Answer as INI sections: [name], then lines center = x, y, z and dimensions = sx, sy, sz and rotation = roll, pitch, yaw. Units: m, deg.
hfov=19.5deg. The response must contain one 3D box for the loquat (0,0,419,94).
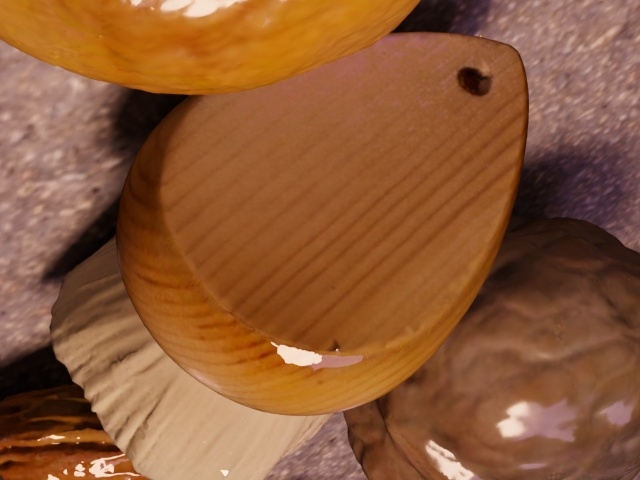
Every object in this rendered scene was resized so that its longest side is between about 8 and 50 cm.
[loquat]
center = -0.042, -0.156, 0.633
dimensions = 0.238, 0.193, 0.238
rotation = -33, 151, -21

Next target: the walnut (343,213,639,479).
[walnut]
center = 0.120, 0.082, 1.182
dimensions = 0.224, 0.224, 0.224
rotation = -27, 151, -16

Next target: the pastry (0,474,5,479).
[pastry]
center = -0.291, 0.194, 0.768
dimensions = 0.388, 0.312, 0.388
rotation = -38, 161, -16

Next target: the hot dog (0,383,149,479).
[hot dog]
center = -0.170, 0.172, 1.075
dimensions = 0.272, 0.122, 0.196
rotation = -46, 153, 10

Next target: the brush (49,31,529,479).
[brush]
center = 0.000, 0.000, 0.970
dimensions = 0.267, 0.174, 0.166
rotation = -37, 170, -33
